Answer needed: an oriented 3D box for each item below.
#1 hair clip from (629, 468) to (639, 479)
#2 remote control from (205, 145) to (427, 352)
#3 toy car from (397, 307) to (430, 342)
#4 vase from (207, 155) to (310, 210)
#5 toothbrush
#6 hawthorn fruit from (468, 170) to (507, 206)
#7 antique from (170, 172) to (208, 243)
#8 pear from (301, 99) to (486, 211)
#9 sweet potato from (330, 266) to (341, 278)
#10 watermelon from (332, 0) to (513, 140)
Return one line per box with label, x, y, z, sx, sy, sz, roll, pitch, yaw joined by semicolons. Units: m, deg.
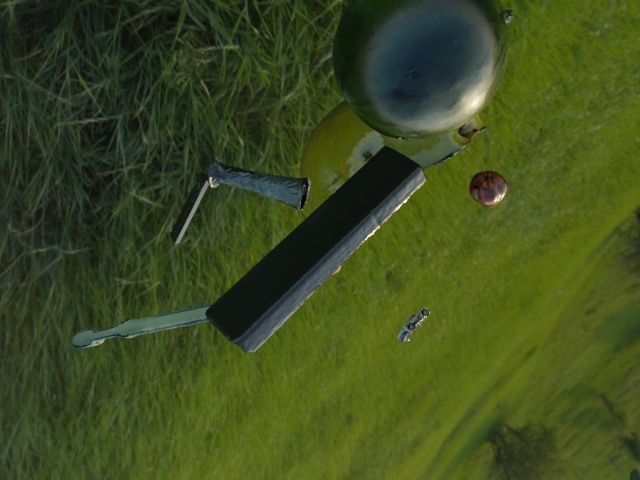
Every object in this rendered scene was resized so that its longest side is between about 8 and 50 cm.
hair clip;0.677;0.492;0.938;0.318;0.238;0.392;-45;171;29
remote control;0.000;0.000;0.514;0.245;0.063;0.025;-45;149;-18
toy car;0.176;0.155;1.051;0.093;0.025;0.041;-35;154;-43
vase;-0.104;-0.097;0.945;0.166;0.059;0.059;15;135;9
toothbrush;-0.226;0.111;0.727;0.294;0.026;0.028;-16;161;31
hawthorn fruit;0.391;-0.117;1.311;0.093;0.093;0.093;-12;138;-12
antique;-0.306;-0.073;1.303;0.015;0.031;0.192;-4;135;-51
pear;0.106;-0.203;1.108;0.386;0.340;0.191;-27;99;39
sweet potato;0.005;0.040;0.776;0.034;0.034;0.095;8;149;-31
watermelon;0.138;-0.259;0.777;0.242;0.242;0.242;-12;138;-12
